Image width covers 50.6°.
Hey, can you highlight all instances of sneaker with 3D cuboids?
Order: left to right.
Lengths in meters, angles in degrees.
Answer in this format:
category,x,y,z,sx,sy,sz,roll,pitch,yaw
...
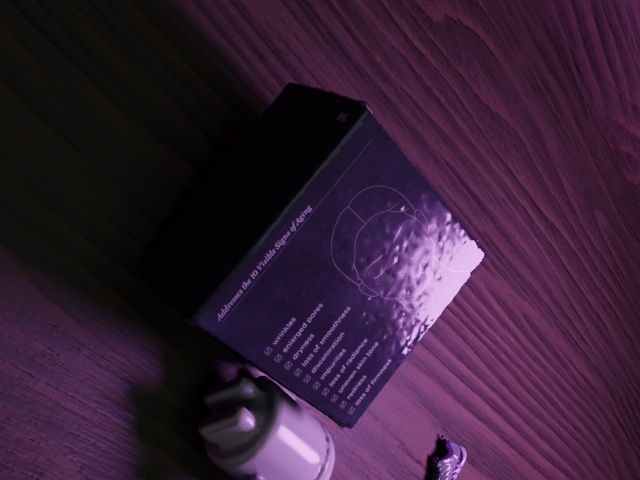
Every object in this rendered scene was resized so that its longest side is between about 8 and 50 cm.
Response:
category,x,y,z,sx,sy,sz,roll,pitch,yaw
sneaker,0.346,0.691,1.987,0.098,0.083,0.224,37,60,-16

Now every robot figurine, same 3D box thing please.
category,x,y,z,sx,sy,sz,roll,pitch,yaw
robot figurine,-0.103,0.429,1.431,0.353,0.199,0.300,50,30,-33

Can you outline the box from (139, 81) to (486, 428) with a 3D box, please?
category,x,y,z,sx,sy,sz,roll,pitch,yaw
box,-0.002,0.034,1.356,0.480,0.297,0.472,-50,128,-5
